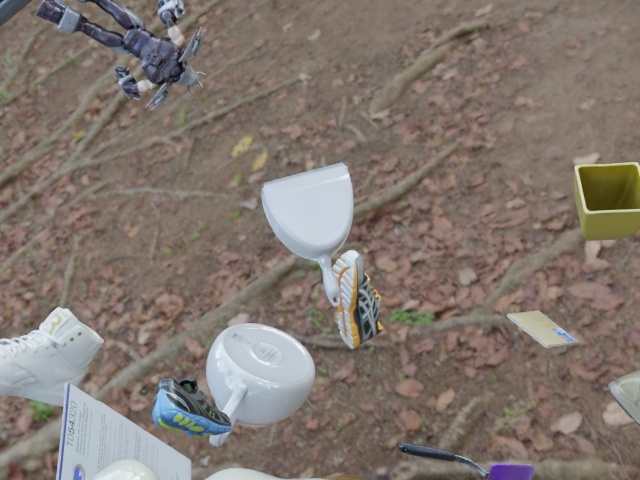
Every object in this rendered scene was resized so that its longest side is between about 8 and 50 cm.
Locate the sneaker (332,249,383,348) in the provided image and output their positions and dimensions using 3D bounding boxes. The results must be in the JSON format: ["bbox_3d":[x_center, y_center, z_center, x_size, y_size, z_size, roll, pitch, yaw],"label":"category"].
[{"bbox_3d":[0.077,0.110,1.621,0.083,0.215,0.084,-16,34,-18],"label":"sneaker"}]

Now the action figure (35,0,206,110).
[{"bbox_3d":[-0.310,-0.336,1.350,0.185,0.285,0.099,-54,15,9],"label":"action figure"}]

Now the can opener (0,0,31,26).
[{"bbox_3d":[-0.334,-0.283,0.900,0.280,0.074,0.093,-26,63,22],"label":"can opener"}]

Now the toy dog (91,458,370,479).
[{"bbox_3d":[-0.086,0.372,0.724,0.408,0.395,0.284,-59,-11,30],"label":"toy dog"}]

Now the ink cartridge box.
[{"bbox_3d":[-0.300,0.419,1.200,0.071,0.330,0.324,-22,48,17],"label":"ink cartridge box"}]

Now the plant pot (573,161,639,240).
[{"bbox_3d":[0.371,-0.043,1.072,0.081,0.083,0.081,-2,53,5],"label":"plant pot"}]

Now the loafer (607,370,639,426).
[{"bbox_3d":[0.362,0.193,0.846,0.050,0.056,0.148,-46,75,12],"label":"loafer"}]

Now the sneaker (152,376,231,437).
[{"bbox_3d":[-0.180,0.239,1.189,0.067,0.188,0.078,-12,65,15],"label":"sneaker"}]

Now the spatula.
[{"bbox_3d":[0.315,0.490,1.813,0.296,0.084,0.030,13,37,12],"label":"spatula"}]

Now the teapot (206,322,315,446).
[{"bbox_3d":[-0.144,0.316,1.785,0.252,0.256,0.187,53,128,49],"label":"teapot"}]

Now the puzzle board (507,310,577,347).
[{"bbox_3d":[0.480,0.193,1.789,0.096,0.011,0.128,-2,29,-31],"label":"puzzle board"}]

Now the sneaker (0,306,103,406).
[{"bbox_3d":[-0.501,0.176,1.406,0.108,0.292,0.169,33,90,32],"label":"sneaker"}]

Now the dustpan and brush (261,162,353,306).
[{"bbox_3d":[0.000,0.000,1.292,0.147,0.211,0.060,-16,-7,-15],"label":"dustpan and brush"}]
